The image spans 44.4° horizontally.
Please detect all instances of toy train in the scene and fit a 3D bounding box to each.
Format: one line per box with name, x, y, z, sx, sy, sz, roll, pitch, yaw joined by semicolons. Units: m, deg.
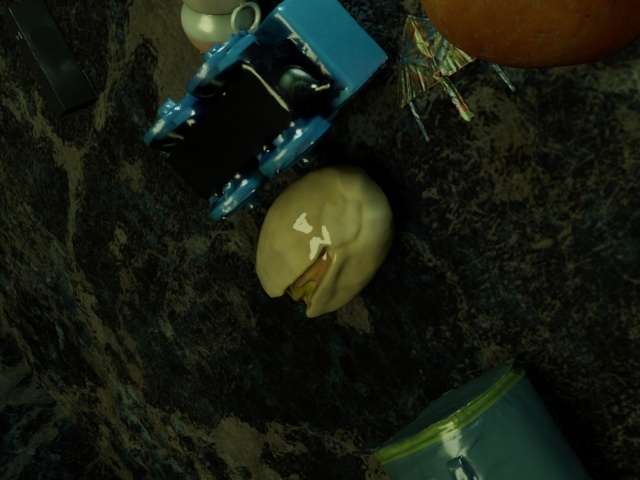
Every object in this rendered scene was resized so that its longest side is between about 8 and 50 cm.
toy train;-0.070;-0.184;1.042;0.188;0.265;0.300;47;139;-7

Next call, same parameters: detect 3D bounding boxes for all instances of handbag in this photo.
handbag;0.239;0.338;1.120;0.241;0.222;0.263;54;142;10

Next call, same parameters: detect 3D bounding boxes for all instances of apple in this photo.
apple;0.209;-0.273;0.740;0.253;0.253;0.253;25;131;32

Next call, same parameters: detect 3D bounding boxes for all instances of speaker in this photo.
speaker;-0.522;-0.354;1.521;0.044;0.082;0.218;-19;100;50

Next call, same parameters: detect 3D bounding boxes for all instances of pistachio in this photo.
pistachio;0.000;0.000;1.182;0.187;0.187;0.299;49;146;8

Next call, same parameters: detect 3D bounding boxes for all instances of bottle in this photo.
bottle;-0.143;-0.363;1.097;0.147;0.147;0.236;30;142;28

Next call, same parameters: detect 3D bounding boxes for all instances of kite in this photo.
kite;0.150;-0.218;0.997;0.183;0.010;0.160;-27;96;50
